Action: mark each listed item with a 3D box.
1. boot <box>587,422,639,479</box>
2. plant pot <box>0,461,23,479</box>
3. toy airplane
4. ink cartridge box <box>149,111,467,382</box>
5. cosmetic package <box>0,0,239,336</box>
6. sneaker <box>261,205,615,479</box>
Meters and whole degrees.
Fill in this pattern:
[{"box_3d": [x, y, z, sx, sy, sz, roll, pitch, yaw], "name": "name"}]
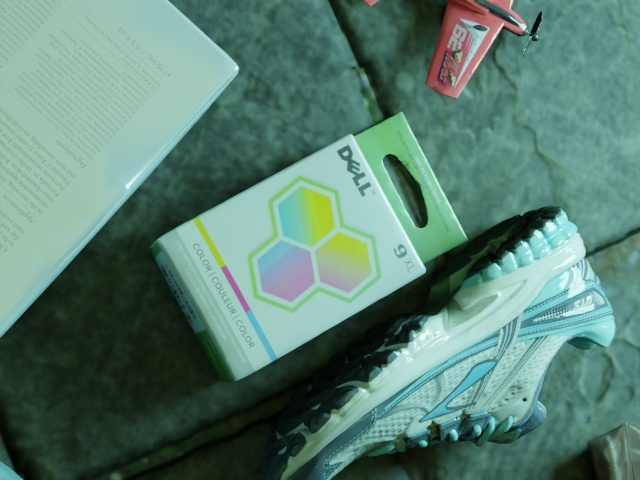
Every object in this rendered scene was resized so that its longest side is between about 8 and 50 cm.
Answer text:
[{"box_3d": [0.199, 0.190, 1.085, 0.106, 0.037, 0.114, -8, 90, -26], "name": "boot"}, {"box_3d": [-0.283, 0.260, 0.868, 0.293, 0.196, 0.293, 0, 93, -5], "name": "plant pot"}, {"box_3d": [0.091, -0.177, 1.097, 0.151, 0.028, 0.151, 1, 84, -13], "name": "toy airplane"}, {"box_3d": [0.000, 0.000, 1.045, 0.209, 0.062, 0.109, -29, 91, -14], "name": "ink cartridge box"}, {"box_3d": [-0.287, -0.128, 0.975, 0.377, 0.097, 0.284, 43, 76, -6], "name": "cosmetic package"}, {"box_3d": [0.089, 0.101, 1.035, 0.283, 0.110, 0.122, -37, 97, -13], "name": "sneaker"}]
